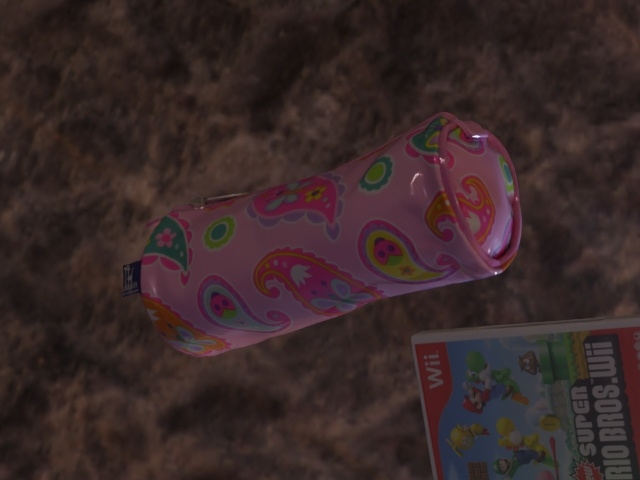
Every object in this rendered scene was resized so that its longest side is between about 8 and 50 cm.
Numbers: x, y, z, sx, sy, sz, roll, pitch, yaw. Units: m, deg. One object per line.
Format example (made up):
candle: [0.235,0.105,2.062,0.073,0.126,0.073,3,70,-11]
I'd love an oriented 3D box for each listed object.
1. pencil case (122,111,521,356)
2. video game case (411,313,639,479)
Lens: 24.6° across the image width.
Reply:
pencil case: [0.000,0.000,1.050,0.284,0.124,0.124,-17,-47,31]
video game case: [0.232,0.181,1.446,0.285,0.025,0.204,-7,-85,33]
